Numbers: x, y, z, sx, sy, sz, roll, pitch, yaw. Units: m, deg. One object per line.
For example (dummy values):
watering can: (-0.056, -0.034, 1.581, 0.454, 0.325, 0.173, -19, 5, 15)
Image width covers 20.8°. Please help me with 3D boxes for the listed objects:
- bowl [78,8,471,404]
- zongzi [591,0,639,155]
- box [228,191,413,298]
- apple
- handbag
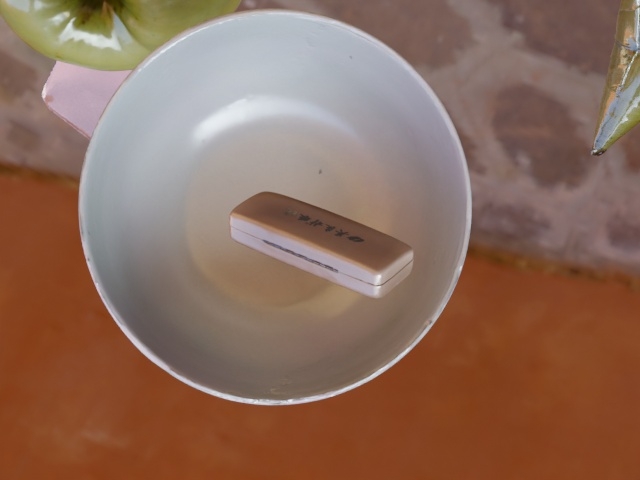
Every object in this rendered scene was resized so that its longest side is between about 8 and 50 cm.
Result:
bowl: (-0.034, -0.020, 1.317, 0.287, 0.287, 0.144, 23, 174, 1)
zongzi: (0.459, -0.208, 2.131, 0.228, 0.256, 0.115, 6, -160, -14)
box: (0.000, 0.000, 1.090, 0.115, 0.048, 0.025, 23, 127, 25)
apple: (-0.185, -0.286, 1.593, 0.262, 0.262, 0.262, 19, 153, 10)
handbag: (-0.241, -0.209, 2.146, 0.157, 0.059, 0.212, 38, 128, 4)
